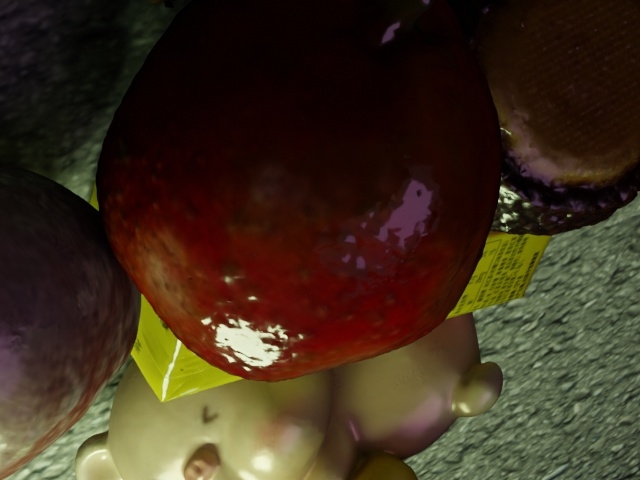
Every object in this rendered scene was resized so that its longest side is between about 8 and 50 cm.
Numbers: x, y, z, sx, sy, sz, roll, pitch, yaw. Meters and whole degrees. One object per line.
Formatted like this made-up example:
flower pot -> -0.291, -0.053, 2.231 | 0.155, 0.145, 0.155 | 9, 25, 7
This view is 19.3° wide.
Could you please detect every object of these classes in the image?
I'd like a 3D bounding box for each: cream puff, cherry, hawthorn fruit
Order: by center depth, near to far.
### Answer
hawthorn fruit -> 0.001, -0.056, 1.216 | 0.265, 0.265, 0.307 | -11, 154, -34
cherry -> -0.246, 0.056, 1.269 | 0.236, 0.213, 0.285 | -34, 175, 39
cream puff -> 0.152, -0.120, 1.423 | 0.239, 0.165, 0.239 | -1, 92, -25

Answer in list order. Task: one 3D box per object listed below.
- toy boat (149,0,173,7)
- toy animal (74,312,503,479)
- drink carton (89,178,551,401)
toy boat -> -0.041, -0.254, 1.174 | 0.310, 0.089, 0.115 | -35, 145, -1
toy animal -> -0.030, 0.145, 1.548 | 0.345, 0.277, 0.247 | -42, 134, 15
drink carton -> 0.000, 0.000, 1.473 | 0.351, 0.154, 0.111 | -15, 142, -31
